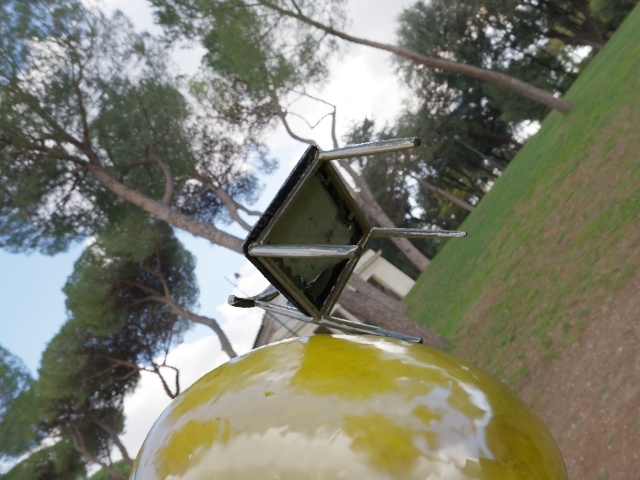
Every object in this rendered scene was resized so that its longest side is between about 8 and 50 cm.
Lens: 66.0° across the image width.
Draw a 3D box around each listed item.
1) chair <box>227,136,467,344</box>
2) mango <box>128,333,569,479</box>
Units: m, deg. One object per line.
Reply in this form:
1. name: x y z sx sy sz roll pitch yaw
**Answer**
1. chair: 0.000 0.000 0.593 0.166 0.272 0.188 53 -127 -34
2. mango: -0.002 0.197 0.439 0.301 0.221 0.445 -14 -9 -36
